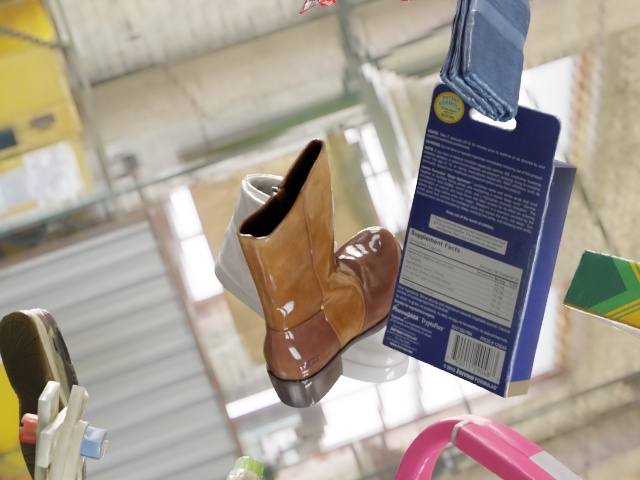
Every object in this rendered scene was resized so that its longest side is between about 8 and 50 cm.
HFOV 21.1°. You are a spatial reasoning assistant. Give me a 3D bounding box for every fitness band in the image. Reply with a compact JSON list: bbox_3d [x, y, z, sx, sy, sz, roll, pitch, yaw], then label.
[{"bbox_3d":[0.183,0.302,1.735,0.291,0.054,0.209,35,-56,38],"label":"fitness band"}]

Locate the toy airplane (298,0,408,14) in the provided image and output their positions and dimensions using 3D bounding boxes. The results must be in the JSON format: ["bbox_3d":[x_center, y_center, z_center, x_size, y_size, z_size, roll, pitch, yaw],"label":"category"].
[{"bbox_3d":[0.034,-0.292,1.848,0.028,0.151,0.151,73,-6,-52],"label":"toy airplane"}]

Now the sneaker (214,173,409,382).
[{"bbox_3d":[-0.003,0.035,2.044,0.292,0.108,0.169,34,-53,26],"label":"sneaker"}]

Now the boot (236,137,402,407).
[{"bbox_3d":[0.000,0.000,1.851,0.096,0.264,0.280,21,-38,30],"label":"boot"}]

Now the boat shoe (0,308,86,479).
[{"bbox_3d":[-0.296,0.182,1.921,0.073,0.080,0.223,-17,92,-58],"label":"boat shoe"}]

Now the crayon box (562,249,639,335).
[{"bbox_3d":[0.464,0.101,2.084,0.083,0.203,0.323,-67,-158,-1],"label":"crayon box"}]

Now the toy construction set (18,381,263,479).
[{"bbox_3d":[-0.157,0.273,1.669,0.328,0.151,0.215,22,-41,15],"label":"toy construction set"}]

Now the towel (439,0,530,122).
[{"bbox_3d":[0.120,-0.144,1.225,0.067,0.029,0.119,38,46,-32],"label":"towel"}]

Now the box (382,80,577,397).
[{"bbox_3d":[0.127,-0.004,1.364,0.136,0.036,0.225,22,-72,42],"label":"box"}]
